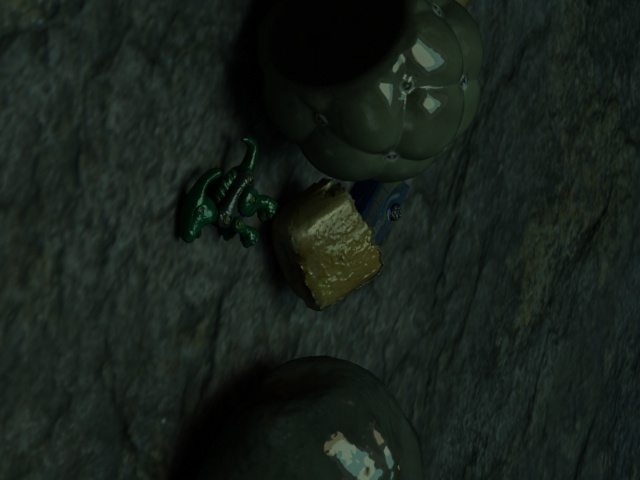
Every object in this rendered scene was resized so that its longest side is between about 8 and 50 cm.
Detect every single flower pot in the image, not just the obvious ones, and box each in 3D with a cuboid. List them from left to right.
[{"bbox_3d":[0.055,-0.179,2.055,0.195,0.246,0.246,46,60,-52],"label":"flower pot"}]

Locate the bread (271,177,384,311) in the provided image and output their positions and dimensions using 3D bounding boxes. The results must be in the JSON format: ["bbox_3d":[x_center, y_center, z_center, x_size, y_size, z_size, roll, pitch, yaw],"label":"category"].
[{"bbox_3d":[0.001,0.001,2.151,0.106,0.082,0.125,-31,121,-15],"label":"bread"}]

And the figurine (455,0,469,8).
[{"bbox_3d":[0.110,-0.343,2.243,0.114,0.108,0.196,-71,140,-63],"label":"figurine"}]

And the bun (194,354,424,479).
[{"bbox_3d":[-0.003,0.306,2.116,0.362,0.211,0.362,-24,118,-55],"label":"bun"}]

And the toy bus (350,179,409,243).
[{"bbox_3d":[0.049,-0.020,2.263,0.061,0.051,0.153,54,53,-33],"label":"toy bus"}]

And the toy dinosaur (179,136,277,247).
[{"bbox_3d":[-0.097,-0.047,2.024,0.096,0.059,0.132,37,75,-49],"label":"toy dinosaur"}]
